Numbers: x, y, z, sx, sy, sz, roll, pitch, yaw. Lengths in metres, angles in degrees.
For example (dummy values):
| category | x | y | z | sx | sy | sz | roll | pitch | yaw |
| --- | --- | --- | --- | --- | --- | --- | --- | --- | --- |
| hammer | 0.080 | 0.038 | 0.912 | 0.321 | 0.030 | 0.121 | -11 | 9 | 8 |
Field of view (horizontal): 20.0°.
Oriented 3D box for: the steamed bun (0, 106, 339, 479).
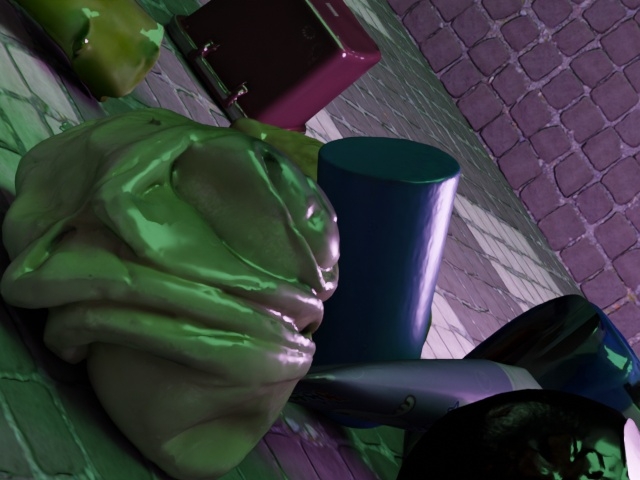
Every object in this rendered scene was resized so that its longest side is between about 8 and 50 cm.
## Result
| category | x | y | z | sx | sy | sz | roll | pitch | yaw |
| --- | --- | --- | --- | --- | --- | --- | --- | --- | --- |
| steamed bun | -0.087 | 0.019 | 1.374 | 0.268 | 0.207 | 0.280 | 47 | 16 | -26 |

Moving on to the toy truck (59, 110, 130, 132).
| category | x | y | z | sx | sy | sz | roll | pitch | yaw |
| --- | --- | --- | --- | --- | --- | --- | --- | --- | --- |
| toy truck | -0.107 | -0.017 | 1.606 | 0.286 | 0.111 | 0.136 | 43 | 15 | -40 |

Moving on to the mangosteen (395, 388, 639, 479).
| category | x | y | z | sx | sy | sz | roll | pitch | yaw |
| --- | --- | --- | --- | --- | --- | --- | --- | --- | --- |
| mangosteen | 0.188 | 0.270 | 1.582 | 0.287 | 0.233 | 0.288 | -19 | 90 | -78 |

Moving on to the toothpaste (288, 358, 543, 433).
| category | x | y | z | sx | sy | sz | roll | pitch | yaw |
| --- | --- | --- | --- | --- | --- | --- | --- | --- | --- |
| toothpaste | 0.067 | 0.133 | 1.627 | 0.371 | 0.125 | 0.080 | 13 | 77 | -48 |

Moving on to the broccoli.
| category | x | y | z | sx | sy | sz | roll | pitch | yaw |
| --- | --- | --- | --- | --- | --- | --- | --- | --- | --- |
| broccoli | -0.276 | -0.286 | 1.606 | 0.353 | 0.274 | 0.397 | -44 | 118 | -60 |

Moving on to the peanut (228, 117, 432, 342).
| category | x | y | z | sx | sy | sz | roll | pitch | yaw |
| --- | --- | --- | --- | --- | --- | --- | --- | --- | --- |
| peanut | 0.000 | 0.000 | 1.887 | 0.325 | 0.140 | 0.153 | 53 | -17 | 22 |

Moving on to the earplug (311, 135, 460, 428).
| category | x | y | z | sx | sy | sz | roll | pitch | yaw |
| --- | --- | --- | --- | --- | --- | --- | --- | --- | --- |
| earplug | 0.048 | 0.050 | 1.717 | 0.132 | 0.273 | 0.132 | 6 | 20 | -2 |

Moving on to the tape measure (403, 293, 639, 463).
| category | x | y | z | sx | sy | sz | roll | pitch | yaw |
| --- | --- | --- | --- | --- | --- | --- | --- | --- | --- |
| tape measure | 0.224 | 0.187 | 1.932 | 0.138 | 0.259 | 0.262 | 52 | 8 | -10 |

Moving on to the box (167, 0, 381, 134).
| category | x | y | z | sx | sy | sz | roll | pitch | yaw |
| --- | --- | --- | --- | --- | --- | --- | --- | --- | --- |
| box | -0.046 | -0.244 | 2.289 | 0.193 | 0.167 | 0.294 | 56 | 13 | 3 |
